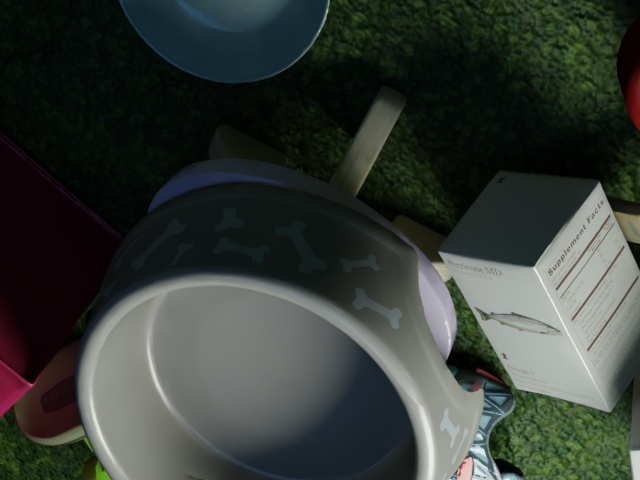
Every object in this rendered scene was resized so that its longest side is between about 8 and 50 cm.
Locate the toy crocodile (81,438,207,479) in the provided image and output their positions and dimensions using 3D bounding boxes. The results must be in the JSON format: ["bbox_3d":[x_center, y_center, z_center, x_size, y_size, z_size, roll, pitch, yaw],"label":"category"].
[{"bbox_3d":[-0.139,0.271,1.381,0.115,0.105,0.340,-33,111,30],"label":"toy crocodile"}]

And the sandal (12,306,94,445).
[{"bbox_3d":[-0.196,0.110,1.254,0.303,0.120,0.086,-35,149,19],"label":"sandal"}]

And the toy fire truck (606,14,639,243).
[{"bbox_3d":[0.283,-0.078,1.022,0.246,0.158,0.217,-27,110,18],"label":"toy fire truck"}]

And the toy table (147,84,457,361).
[{"bbox_3d":[0.000,0.000,1.131,0.274,0.161,0.252,38,124,-6],"label":"toy table"}]

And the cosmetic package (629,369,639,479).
[{"bbox_3d":[0.354,0.180,1.114,0.151,0.183,0.151,-5,118,20],"label":"cosmetic package"}]

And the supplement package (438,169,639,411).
[{"bbox_3d":[0.197,0.042,1.087,0.105,0.105,0.179,10,142,47],"label":"supplement package"}]

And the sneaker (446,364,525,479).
[{"bbox_3d":[0.137,0.250,1.251,0.125,0.104,0.261,3,106,-3],"label":"sneaker"}]

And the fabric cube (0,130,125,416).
[{"bbox_3d":[-0.382,0.055,1.225,0.254,0.259,0.258,42,121,-9],"label":"fabric cube"}]

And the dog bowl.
[{"bbox_3d":[-0.045,0.129,1.066,0.349,0.102,0.348,8,122,14],"label":"dog bowl"}]

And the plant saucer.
[{"bbox_3d":[-0.081,-0.229,1.092,0.195,0.037,0.195,7,121,12],"label":"plant saucer"}]
